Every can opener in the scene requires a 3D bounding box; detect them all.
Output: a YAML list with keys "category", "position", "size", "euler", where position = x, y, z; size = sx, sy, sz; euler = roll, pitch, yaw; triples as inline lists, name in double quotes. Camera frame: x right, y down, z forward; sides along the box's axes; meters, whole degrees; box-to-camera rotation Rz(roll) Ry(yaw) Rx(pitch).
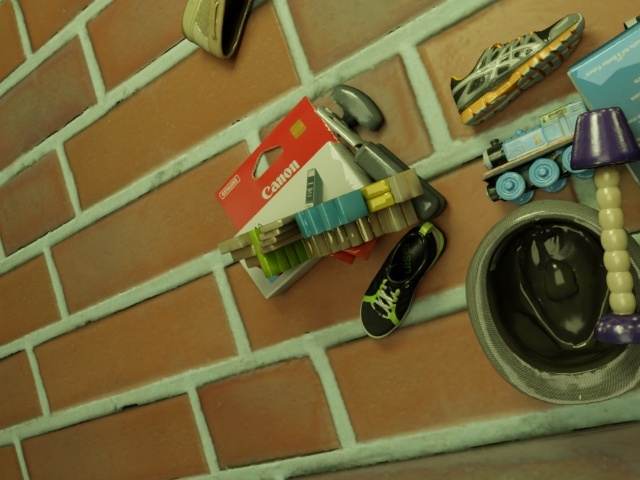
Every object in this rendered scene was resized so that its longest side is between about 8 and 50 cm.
- category: "can opener"
  position: [0.106, -0.156, 0.942]
  size: [0.283, 0.076, 0.095]
  euler: [44, 113, 18]

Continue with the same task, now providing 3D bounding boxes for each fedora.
- category: "fedora"
  position: [0.342, 0.079, 0.798]
  size: [0.244, 0.124, 0.275]
  euler: [-24, 82, 28]

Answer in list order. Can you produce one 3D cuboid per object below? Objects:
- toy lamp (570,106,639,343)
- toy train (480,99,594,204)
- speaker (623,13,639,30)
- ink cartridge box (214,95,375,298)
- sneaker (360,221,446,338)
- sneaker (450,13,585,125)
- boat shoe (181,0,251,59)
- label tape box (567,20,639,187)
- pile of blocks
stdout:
- category: "toy lamp"
  position: [0.349, -0.019, 0.673]
  size: [0.080, 0.080, 0.274]
  euler: [-5, 94, 30]
- category: "toy train"
  position: [0.323, -0.124, 0.824]
  size: [0.184, 0.080, 0.105]
  euler: [-24, 73, 31]
- category: "speaker"
  position: [0.479, -0.298, 0.734]
  size: [0.136, 0.055, 0.055]
  euler: [-24, 82, 29]
- category: "ink cartridge box"
  position: [-0.065, -0.080, 1.049]
  size: [0.296, 0.066, 0.261]
  euler: [-43, 75, 25]
- category: "sneaker"
  position: [0.121, 0.065, 0.936]
  size: [0.084, 0.097, 0.234]
  euler: [34, 109, 23]
- category: "sneaker"
  position: [0.284, -0.264, 0.832]
  size: [0.215, 0.084, 0.083]
  euler: [-35, 72, 28]
- category: "boat shoe"
  position: [-0.147, -0.509, 1.041]
  size: [0.110, 0.122, 0.341]
  euler: [37, 121, 17]
- category: "label tape box"
  position: [0.508, -0.139, 0.681]
  size: [0.249, 0.115, 0.347]
  euler: [-33, 94, 30]
- category: "pile of blocks"
  position: [0.000, 0.000, 0.901]
  size: [0.362, 0.149, 0.112]
  euler: [-20, 94, 29]
